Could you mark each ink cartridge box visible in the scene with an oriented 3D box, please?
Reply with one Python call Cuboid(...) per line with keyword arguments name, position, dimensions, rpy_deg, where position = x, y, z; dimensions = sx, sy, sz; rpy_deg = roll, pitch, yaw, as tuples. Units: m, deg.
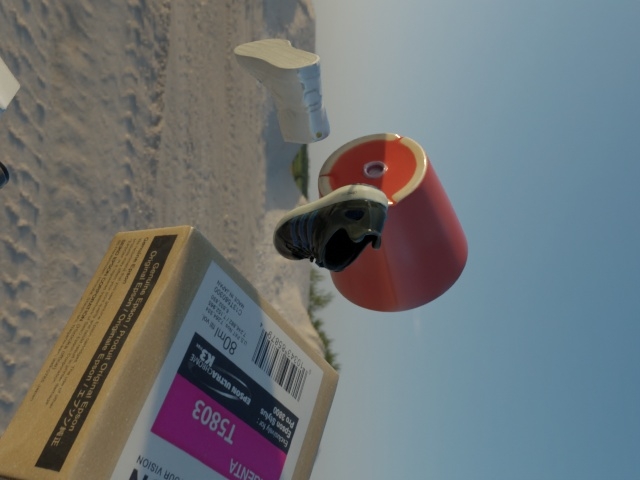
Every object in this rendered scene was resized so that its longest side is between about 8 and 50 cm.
Cuboid(name="ink cartridge box", position=(-0.094, 0.134, 0.501), dimensions=(0.234, 0.088, 0.193), rpy_deg=(51, 46, -42))

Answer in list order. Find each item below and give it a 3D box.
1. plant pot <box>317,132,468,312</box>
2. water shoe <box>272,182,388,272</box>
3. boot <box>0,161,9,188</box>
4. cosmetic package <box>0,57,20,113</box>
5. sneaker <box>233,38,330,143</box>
Cuboid(name="plant pot", position=(0.120, -0.045, 1.209), dimensions=(0.243, 0.275, 0.274), rpy_deg=(68, 16, -45))
Cuboid(name="water shoe", position=(0.000, 0.000, 0.782), dimensions=(0.203, 0.073, 0.080), rpy_deg=(-32, -135, 52))
Cuboid(name="boot", position=(-0.673, -0.098, 0.983), dimensions=(0.118, 0.338, 0.222), rpy_deg=(-37, -146, 41))
Cuboid(name="cosmetic package", position=(-0.469, -0.185, 0.650), dimensions=(0.224, 0.224, 0.138), rpy_deg=(63, -4, -27))
Cuboid(name="sneaker", position=(-0.072, -0.267, 1.199), dimensions=(0.292, 0.108, 0.169), rpy_deg=(-131, -155, -55))
